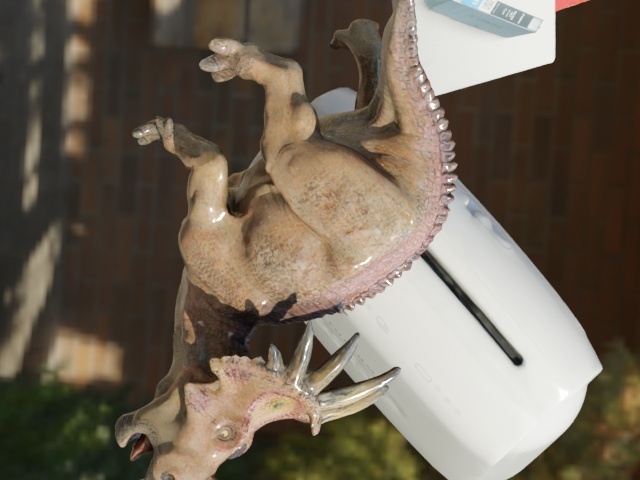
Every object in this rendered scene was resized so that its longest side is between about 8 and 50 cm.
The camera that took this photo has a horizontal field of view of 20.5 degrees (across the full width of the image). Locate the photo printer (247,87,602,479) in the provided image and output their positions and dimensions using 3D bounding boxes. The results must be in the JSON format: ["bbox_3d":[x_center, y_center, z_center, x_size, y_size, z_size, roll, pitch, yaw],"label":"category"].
[{"bbox_3d":[0.061,0.039,1.148,0.107,0.256,0.307,-40,171,-8],"label":"photo printer"}]

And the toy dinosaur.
[{"bbox_3d":[0.000,0.000,0.971,0.127,0.295,0.200,1,51,-53],"label":"toy dinosaur"}]

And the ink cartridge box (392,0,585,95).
[{"bbox_3d":[0.187,-0.271,1.542,0.296,0.261,0.066,79,-8,-55],"label":"ink cartridge box"}]
